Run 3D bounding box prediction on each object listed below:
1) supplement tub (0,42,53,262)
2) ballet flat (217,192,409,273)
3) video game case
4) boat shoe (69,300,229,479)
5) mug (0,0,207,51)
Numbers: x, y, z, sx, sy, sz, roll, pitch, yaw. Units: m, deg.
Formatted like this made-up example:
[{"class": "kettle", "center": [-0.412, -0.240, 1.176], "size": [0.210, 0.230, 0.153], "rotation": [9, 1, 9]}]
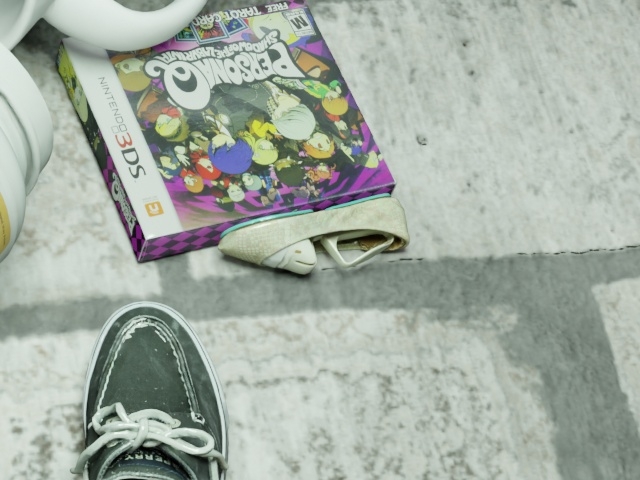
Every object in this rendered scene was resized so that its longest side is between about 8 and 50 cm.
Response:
[{"class": "supplement tub", "center": [-0.348, -0.006, 1.215], "size": [0.228, 0.228, 0.316], "rotation": [29, 54, 3]}, {"class": "ballet flat", "center": [0.000, 0.000, 1.424], "size": [0.168, 0.057, 0.052], "rotation": [-13, 72, -24]}, {"class": "video game case", "center": [-0.081, -0.099, 1.472], "size": [0.232, 0.042, 0.210], "rotation": [-13, 62, -24]}, {"class": "boat shoe", "center": [-0.123, 0.166, 1.235], "size": [0.113, 0.105, 0.306], "rotation": [1, 58, 0]}, {"class": "mug", "center": [-0.248, -0.304, 1.434], "size": [0.374, 0.276, 0.328], "rotation": [37, 43, -9]}]
